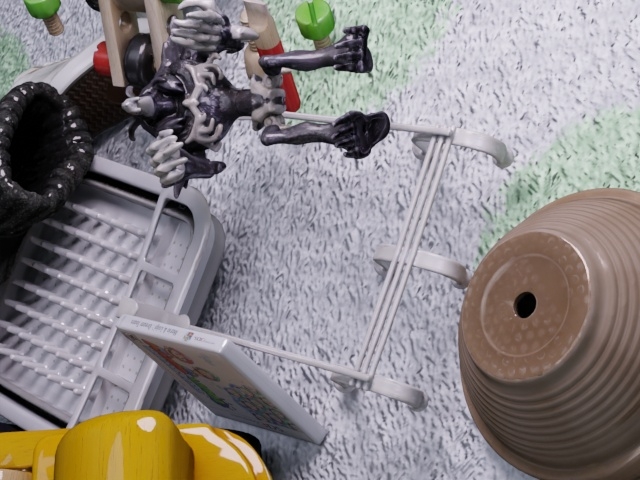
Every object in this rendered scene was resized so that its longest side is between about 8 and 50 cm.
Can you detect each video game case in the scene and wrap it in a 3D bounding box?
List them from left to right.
[{"bbox_3d":[-0.088,0.122,1.439,0.143,0.157,0.019,10,62,45],"label":"video game case"}]

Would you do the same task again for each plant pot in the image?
[{"bbox_3d":[0.184,0.063,1.242,0.237,0.109,0.237,-20,60,38],"label":"plant pot"}]

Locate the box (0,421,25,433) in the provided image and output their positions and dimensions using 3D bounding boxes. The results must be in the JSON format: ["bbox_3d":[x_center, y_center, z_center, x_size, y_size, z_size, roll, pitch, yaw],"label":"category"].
[{"bbox_3d":[-0.296,0.277,1.596,0.156,0.093,0.158,22,89,35],"label":"box"}]

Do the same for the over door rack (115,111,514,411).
[{"bbox_3d":[0.000,0.000,1.432,0.324,0.108,0.240,14,81,38],"label":"over door rack"}]

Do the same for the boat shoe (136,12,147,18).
[{"bbox_3d":[-0.166,-0.334,1.770,0.070,0.077,0.219,149,131,-75],"label":"boat shoe"}]

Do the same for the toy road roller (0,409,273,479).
[{"bbox_3d":[-0.196,0.243,1.374,0.329,0.240,0.203,-5,65,7],"label":"toy road roller"}]

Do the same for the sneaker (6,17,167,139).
[{"bbox_3d":[-0.275,-0.170,1.770,0.290,0.106,0.123,-37,54,28],"label":"sneaker"}]

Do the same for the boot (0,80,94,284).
[{"bbox_3d":[-0.348,0.027,1.641,0.260,0.131,0.348,-28,54,33],"label":"boot"}]

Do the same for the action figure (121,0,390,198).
[{"bbox_3d":[-0.085,-0.123,1.382,0.275,0.141,0.164,-3,84,33],"label":"action figure"}]

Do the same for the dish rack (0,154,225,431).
[{"bbox_3d":[-0.230,0.063,1.657,0.333,0.072,0.286,19,87,46],"label":"dish rack"}]

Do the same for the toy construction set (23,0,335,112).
[{"bbox_3d":[-0.128,-0.282,1.548,0.257,0.237,0.309,-38,53,-15],"label":"toy construction set"}]
